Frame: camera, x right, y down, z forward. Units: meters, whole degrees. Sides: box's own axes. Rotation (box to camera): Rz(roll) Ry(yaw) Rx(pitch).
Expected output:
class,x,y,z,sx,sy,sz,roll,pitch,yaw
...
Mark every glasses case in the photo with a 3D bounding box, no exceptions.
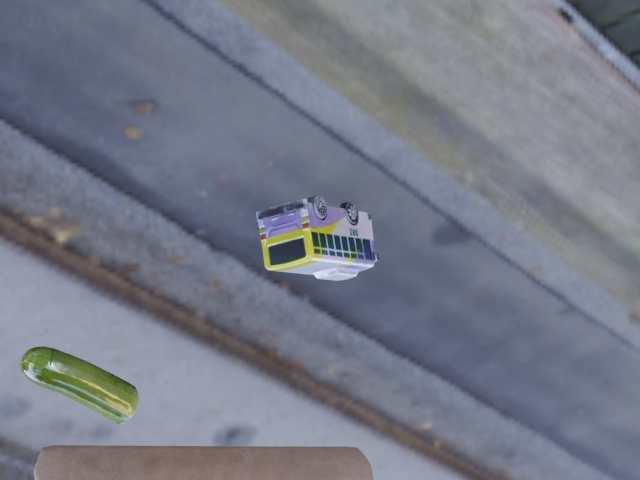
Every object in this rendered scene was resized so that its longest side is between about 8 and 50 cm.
class,x,y,z,sx,sy,sz,roll,pitch,yaw
glasses case,-0.073,0.171,0.877,0.193,0.070,0.102,3,140,-20

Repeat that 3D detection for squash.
class,x,y,z,sx,sy,sz,roll,pitch,yaw
squash,-0.153,0.088,0.975,0.027,0.027,0.083,-30,135,30

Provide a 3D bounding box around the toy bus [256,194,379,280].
class,x,y,z,sx,sy,sz,roll,pitch,yaw
toy bus,0.000,0.000,1.205,0.052,0.058,0.102,-14,168,31
